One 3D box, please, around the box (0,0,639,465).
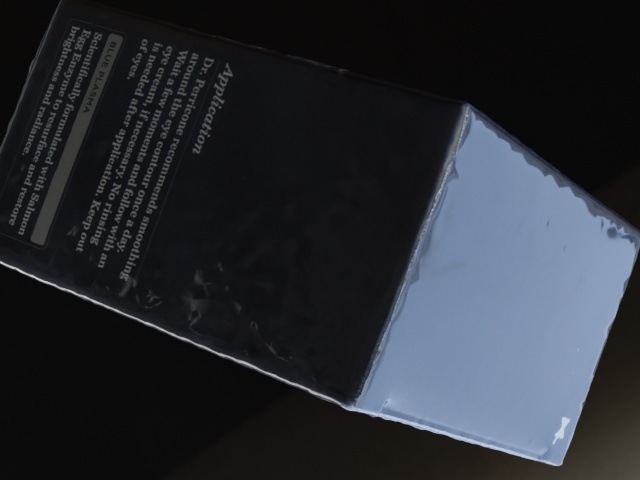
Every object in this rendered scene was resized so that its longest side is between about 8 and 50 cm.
[{"bbox_3d":[0.000,0.000,0.513,0.158,0.156,0.093,20,-93,32],"label":"box"}]
